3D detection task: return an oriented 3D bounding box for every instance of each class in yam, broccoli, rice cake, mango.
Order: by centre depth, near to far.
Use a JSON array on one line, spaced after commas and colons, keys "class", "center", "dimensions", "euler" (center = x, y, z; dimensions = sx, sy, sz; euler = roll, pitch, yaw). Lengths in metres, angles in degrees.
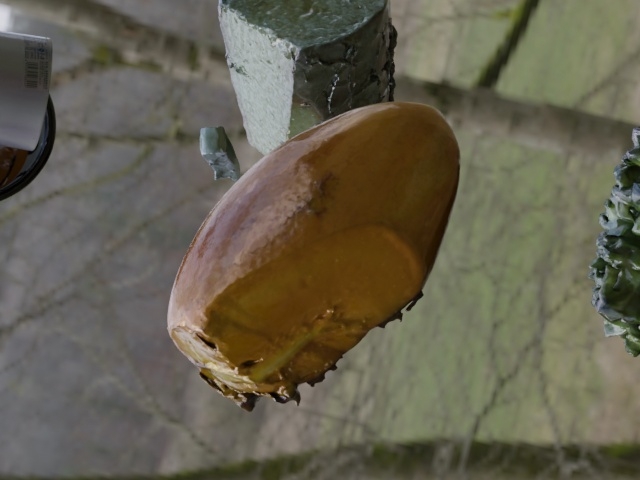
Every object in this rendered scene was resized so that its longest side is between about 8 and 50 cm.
[{"class": "mango", "center": [0.000, 0.000, 1.157], "dimensions": [0.252, 0.126, 0.154], "euler": [-48, 34, -7]}, {"class": "broccoli", "center": [0.352, 0.014, 1.344], "dimensions": [0.248, 0.245, 0.288], "euler": [-53, -39, -15]}, {"class": "rice cake", "center": [-0.112, -0.092, 1.877], "dimensions": [0.180, 0.030, 0.042], "euler": [69, -162, -81]}, {"class": "yam", "center": [-0.001, -0.203, 2.012], "dimensions": [0.201, 0.202, 0.271], "euler": [-32, -37, -27]}]

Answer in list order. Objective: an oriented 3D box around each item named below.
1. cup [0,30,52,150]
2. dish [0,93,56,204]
[{"class": "cup", "center": [-0.394, -0.196, 1.938], "dimensions": [0.134, 0.142, 0.173], "euler": [118, 155, -49]}, {"class": "dish", "center": [-0.474, -0.134, 2.041], "dimensions": [0.120, 0.303, 0.303], "euler": [126, 164, -53]}]
